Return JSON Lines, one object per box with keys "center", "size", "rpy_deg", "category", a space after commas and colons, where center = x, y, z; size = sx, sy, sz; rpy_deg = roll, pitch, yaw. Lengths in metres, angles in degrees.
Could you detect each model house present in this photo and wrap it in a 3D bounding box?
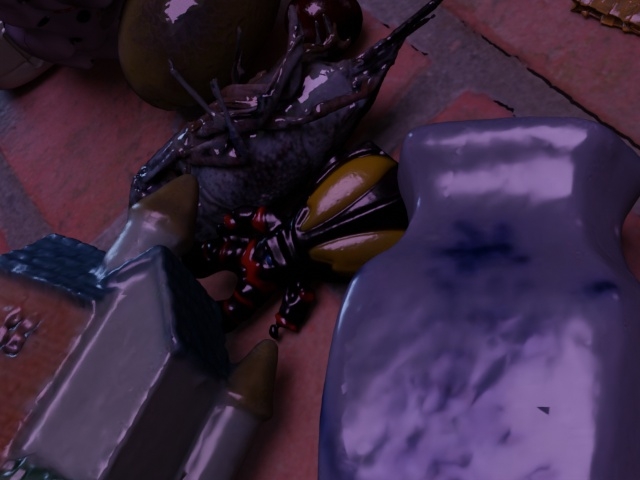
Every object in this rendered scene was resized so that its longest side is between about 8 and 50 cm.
{"center": [-0.167, 0.099, 0.772], "size": [0.267, 0.194, 0.325], "rpy_deg": [16, 69, 30], "category": "model house"}

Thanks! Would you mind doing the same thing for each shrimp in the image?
{"center": [-0.050, -0.120, 0.836], "size": [0.137, 0.172, 0.372], "rpy_deg": [46, 105, 17], "category": "shrimp"}

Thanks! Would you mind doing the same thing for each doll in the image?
{"center": [0.000, 0.002, 0.805], "size": [0.249, 0.127, 0.088], "rpy_deg": [-20, 25, 11], "category": "doll"}

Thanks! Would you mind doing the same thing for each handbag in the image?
{"center": [0.274, -0.225, 0.830], "size": [0.083, 0.027, 0.061], "rpy_deg": [36, 83, 35], "category": "handbag"}

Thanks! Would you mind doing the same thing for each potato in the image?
{"center": [-0.115, -0.250, 0.941], "size": [0.174, 0.159, 0.251], "rpy_deg": [3, 70, 51], "category": "potato"}

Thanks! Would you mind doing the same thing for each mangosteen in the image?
{"center": [0.005, -0.228, 0.929], "size": [0.081, 0.081, 0.081], "rpy_deg": [-11, 60, 20], "category": "mangosteen"}

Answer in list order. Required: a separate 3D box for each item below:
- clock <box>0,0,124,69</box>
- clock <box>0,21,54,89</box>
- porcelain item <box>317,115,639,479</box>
{"center": [-0.279, -0.284, 0.920], "size": [0.189, 0.254, 0.189], "rpy_deg": [0, 92, -3], "category": "clock"}
{"center": [-0.388, -0.361, 1.174], "size": [0.265, 0.108, 0.324], "rpy_deg": [-42, 54, 1], "category": "clock"}
{"center": [0.117, 0.125, 0.624], "size": [0.242, 0.178, 0.405], "rpy_deg": [0, 67, 25], "category": "porcelain item"}
